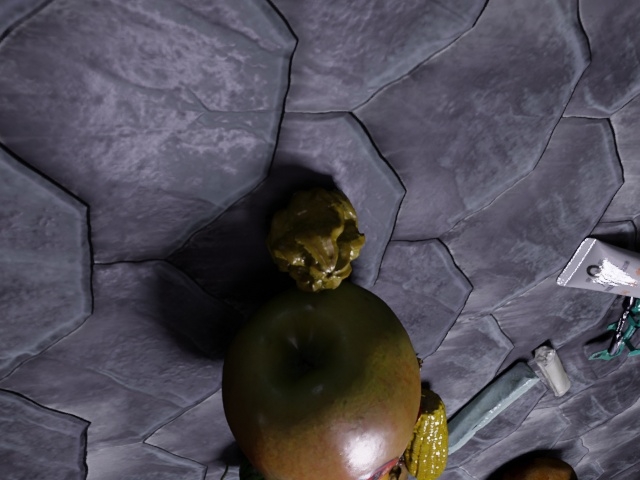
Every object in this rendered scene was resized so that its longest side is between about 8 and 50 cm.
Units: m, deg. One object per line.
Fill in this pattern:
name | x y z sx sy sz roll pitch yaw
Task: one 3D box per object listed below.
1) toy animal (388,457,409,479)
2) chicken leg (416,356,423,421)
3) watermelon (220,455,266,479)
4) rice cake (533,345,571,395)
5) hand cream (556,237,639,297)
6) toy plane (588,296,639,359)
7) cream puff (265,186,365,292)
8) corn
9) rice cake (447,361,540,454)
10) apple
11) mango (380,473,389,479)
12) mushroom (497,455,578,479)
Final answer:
toy animal | 0.171 0.686 1.814 0.149 0.054 0.276 -8 136 -17
chicken leg | 0.181 0.373 1.471 0.051 0.106 0.253 -19 141 -54
watermelon | -0.125 0.520 1.424 0.187 0.141 0.141 -15 137 -13
rice cake | 0.610 0.343 1.700 0.057 0.052 0.256 -36 138 5
hand cream | 0.686 0.069 1.416 0.314 0.089 0.140 11 129 -6
toy plane | 0.794 0.174 1.597 0.155 0.106 0.382 -5 135 -15
cream puff | 0.001 0.001 0.969 0.156 0.156 0.121 -12 154 -17
corn | 0.259 0.494 1.621 0.120 0.120 0.363 -20 135 -8
rice cake | 0.426 0.440 1.689 0.063 0.066 0.336 21 121 -41
apple | 0.006 0.234 1.057 0.338 0.339 0.305 -18 142 -11
mango | 0.054 0.616 1.637 0.253 0.113 0.138 -30 143 14
mushroom | 0.708 0.854 2.166 0.344 0.239 0.345 -1 125 -1
